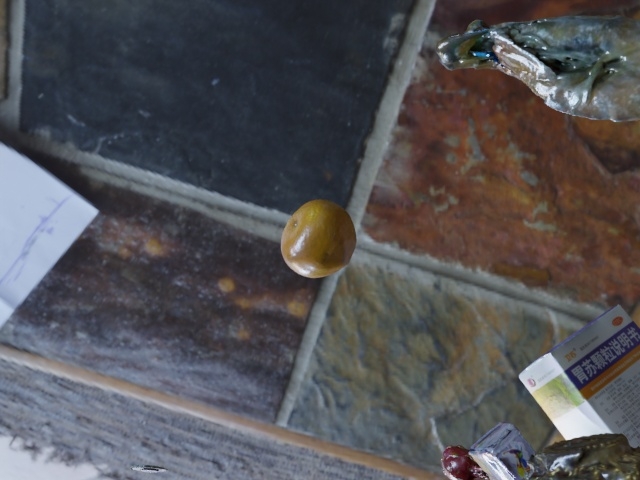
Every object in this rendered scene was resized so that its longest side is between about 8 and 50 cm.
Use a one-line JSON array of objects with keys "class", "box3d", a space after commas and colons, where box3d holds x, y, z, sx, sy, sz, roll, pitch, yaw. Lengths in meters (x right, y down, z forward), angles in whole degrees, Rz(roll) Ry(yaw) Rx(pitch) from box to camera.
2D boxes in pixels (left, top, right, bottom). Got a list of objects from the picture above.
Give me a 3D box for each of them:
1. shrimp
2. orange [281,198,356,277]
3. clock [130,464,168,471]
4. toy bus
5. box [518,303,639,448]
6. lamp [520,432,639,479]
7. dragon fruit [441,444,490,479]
[{"class": "shrimp", "box3d": [0.425, -0.311, 1.413, 0.445, 0.221, 0.110, 13, 154, 24]}, {"class": "orange", "box3d": [0.000, 0.000, 1.564, 0.136, 0.159, 0.159, 31, 126, -27]}, {"class": "clock", "box3d": [-0.361, 0.485, 1.690, 0.074, 0.010, 0.083, -11, 154, 26]}, {"class": "toy bus", "box3d": [0.441, 0.514, 1.586, 0.112, 0.138, 0.317, -38, 84, -12]}, {"class": "box", "box3d": [0.501, 0.282, 1.305, 0.299, 0.200, 0.106, 54, 146, 18]}, {"class": "lamp", "box3d": [0.310, 0.341, 0.825, 0.177, 0.177, 0.274, -20, 76, 23]}, {"class": "dragon fruit", "box3d": [0.371, 0.563, 1.969, 0.190, 0.094, 0.094, 4, 135, 52]}]
